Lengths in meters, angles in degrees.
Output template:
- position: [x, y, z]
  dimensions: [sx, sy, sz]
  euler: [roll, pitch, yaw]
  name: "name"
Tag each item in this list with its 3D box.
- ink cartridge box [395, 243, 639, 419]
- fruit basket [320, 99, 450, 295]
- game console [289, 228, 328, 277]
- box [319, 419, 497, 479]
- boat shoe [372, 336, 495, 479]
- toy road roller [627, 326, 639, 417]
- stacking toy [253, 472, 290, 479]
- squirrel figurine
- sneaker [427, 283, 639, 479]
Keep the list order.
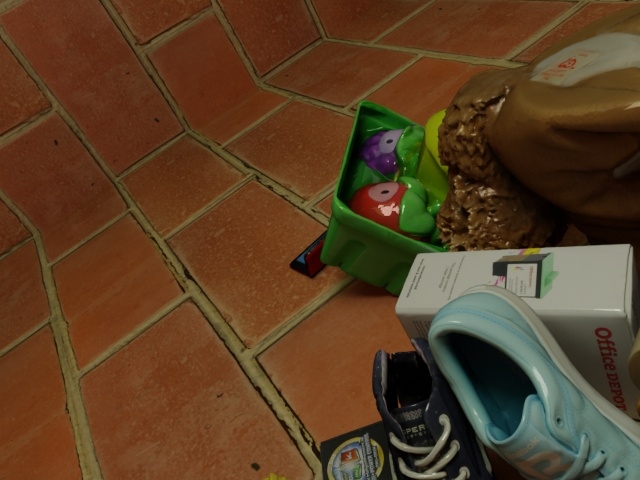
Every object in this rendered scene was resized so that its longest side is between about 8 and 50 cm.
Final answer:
- position: [0.270, 0.118, 0.794]
  dimensions: [0.278, 0.201, 0.117]
  euler: [-4, 41, 35]
  name: "ink cartridge box"
- position: [0.183, -0.127, 1.080]
  dimensions: [0.392, 0.283, 0.391]
  euler: [-156, 90, -82]
  name: "fruit basket"
- position: [0.000, 0.000, 1.281]
  dimensions: [0.085, 0.124, 0.144]
  euler: [37, 68, 27]
  name: "game console"
- position: [0.117, 0.339, 0.744]
  dimensions: [0.217, 0.060, 0.270]
  euler: [-22, 33, 10]
  name: "box"
- position: [0.120, 0.260, 0.646]
  dimensions: [0.127, 0.158, 0.340]
  euler: [-23, 33, 9]
  name: "boat shoe"
- position: [0.454, 0.143, 0.509]
  dimensions: [0.202, 0.329, 0.241]
  euler: [-52, 16, -31]
  name: "toy road roller"
- position: [-0.138, 0.433, 0.831]
  dimensions: [0.221, 0.052, 0.167]
  euler: [-25, 31, 11]
  name: "stacking toy"
- position: [0.359, -0.070, 0.835]
  dimensions: [0.397, 0.370, 0.281]
  euler: [-7, 36, 39]
  name: "squirrel figurine"
- position: [0.234, 0.211, 0.612]
  dimensions: [0.150, 0.135, 0.366]
  euler: [-13, 55, -50]
  name: "sneaker"
